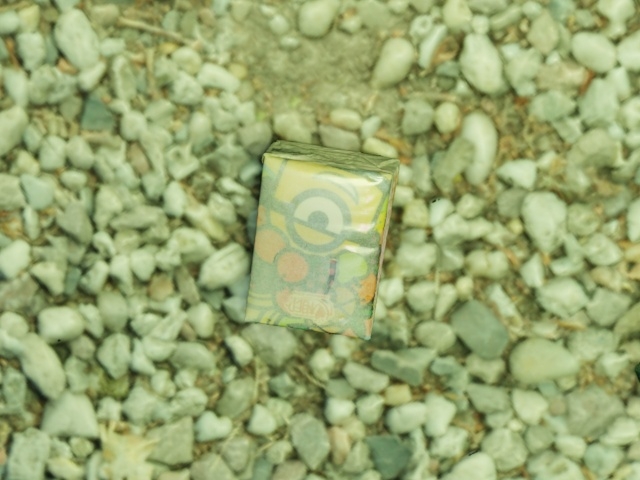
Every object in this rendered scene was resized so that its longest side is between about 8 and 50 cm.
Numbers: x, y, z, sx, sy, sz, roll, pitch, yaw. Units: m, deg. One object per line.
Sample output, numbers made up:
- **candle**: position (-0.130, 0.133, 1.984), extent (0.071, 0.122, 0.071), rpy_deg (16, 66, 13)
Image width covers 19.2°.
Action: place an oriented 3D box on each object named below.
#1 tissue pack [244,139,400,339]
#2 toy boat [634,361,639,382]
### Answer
- **tissue pack**: position (0.000, 0.000, 1.553), extent (0.108, 0.060, 0.148), rpy_deg (10, 106, 4)
- **toy boat**: position (0.367, 0.195, 1.542), extent (0.114, 0.122, 0.296), rpy_deg (-32, 104, -10)
